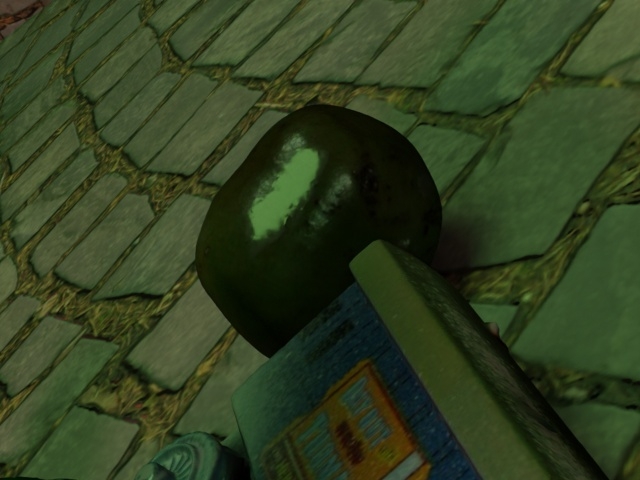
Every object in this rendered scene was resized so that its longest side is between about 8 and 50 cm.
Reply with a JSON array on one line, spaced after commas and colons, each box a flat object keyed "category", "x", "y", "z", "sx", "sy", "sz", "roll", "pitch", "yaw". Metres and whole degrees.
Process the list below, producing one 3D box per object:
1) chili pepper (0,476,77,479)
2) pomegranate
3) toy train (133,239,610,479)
[{"category": "chili pepper", "x": -0.152, "y": 0.211, "z": 0.451, "sx": 0.167, "sy": 0.213, "sz": 0.385, "roll": 1, "pitch": 43, "yaw": 8}, {"category": "pomegranate", "x": 0.000, "y": 0.000, "z": 0.871, "sx": 0.152, "sy": 0.131, "sz": 0.191, "roll": -54, "pitch": 1, "yaw": -5}, {"category": "toy train", "x": 0.020, "y": 0.129, "z": 0.594, "sx": 0.202, "sy": 0.131, "sz": 0.300, "roll": -42, "pitch": 23, "yaw": 5}]
